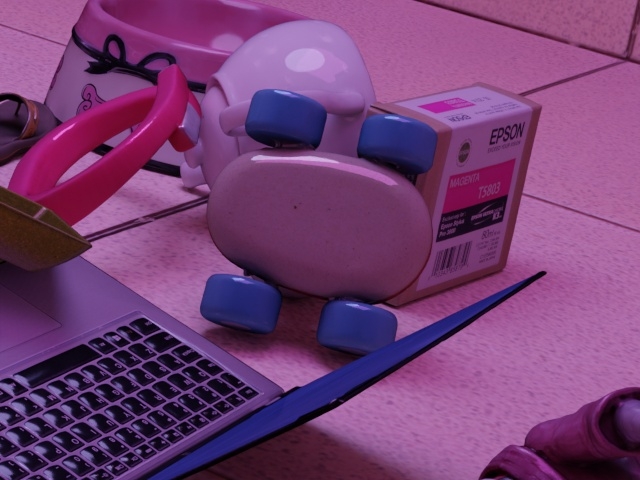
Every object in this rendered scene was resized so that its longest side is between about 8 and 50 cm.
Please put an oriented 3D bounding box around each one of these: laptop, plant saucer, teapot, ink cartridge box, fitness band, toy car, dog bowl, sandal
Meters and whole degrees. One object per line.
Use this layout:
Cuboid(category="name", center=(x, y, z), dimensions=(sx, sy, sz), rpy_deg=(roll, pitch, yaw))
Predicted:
Cuboid(category="laptop", center=(-0.114, 0.056, 1.411), dimensions=(0.408, 0.236, 0.382), rpy_deg=(32, 23, 17))
Cuboid(category="plant saucer", center=(-0.298, -0.030, 1.573), dimensions=(0.188, 0.045, 0.188), rpy_deg=(27, 1, -21))
Cuboid(category="teapot", center=(-0.052, -0.110, 2.004), dimensions=(0.187, 0.256, 0.252), rpy_deg=(-11, 39, -16))
Cuboid(category="ink cartridge box", center=(0.125, -0.052, 1.971), dimensions=(0.088, 0.193, 0.234), rpy_deg=(23, 22, 29))
Cuboid(category="fitness band", center=(-0.222, -0.092, 1.927), dimensions=(0.209, 0.054, 0.291), rpy_deg=(-29, 18, 8))
Cuboid(category="toy car", center=(0.000, 0.000, 1.823), dimensions=(0.210, 0.219, 0.238), rpy_deg=(12, -10, 2))
Cuboid(category="dog bowl", center=(-0.131, -0.200, 2.344), dimensions=(0.408, 0.150, 0.408), rpy_deg=(10, 18, -3))
Cuboid(category="sandal", center=(-0.361, -0.136, 2.151), dimensions=(0.090, 0.060, 0.219), rpy_deg=(16, 19, 14))

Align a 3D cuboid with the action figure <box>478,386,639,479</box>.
Cuboid(category="action figure", center=(0.221, 0.172, 1.269), dimensions=(0.370, 0.248, 0.276), rpy_deg=(8, 17, -20))
